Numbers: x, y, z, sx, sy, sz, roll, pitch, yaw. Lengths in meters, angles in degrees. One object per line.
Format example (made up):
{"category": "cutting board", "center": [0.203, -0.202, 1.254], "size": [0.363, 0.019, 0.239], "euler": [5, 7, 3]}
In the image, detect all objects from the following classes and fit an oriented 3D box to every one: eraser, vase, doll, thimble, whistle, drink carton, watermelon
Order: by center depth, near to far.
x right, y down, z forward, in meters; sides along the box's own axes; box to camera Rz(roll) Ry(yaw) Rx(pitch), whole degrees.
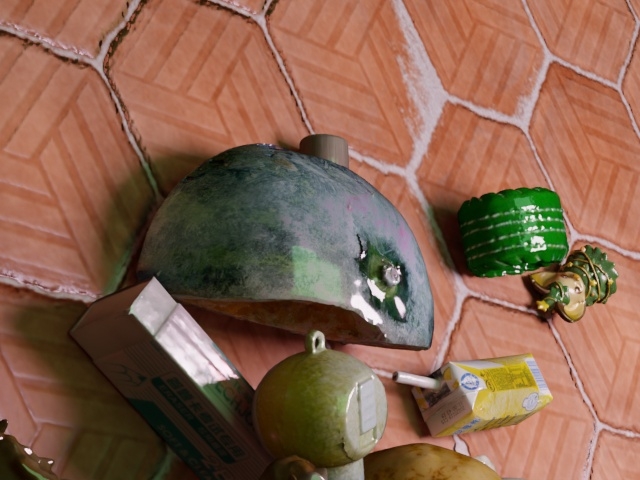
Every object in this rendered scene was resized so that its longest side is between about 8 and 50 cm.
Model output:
{"category": "whistle", "center": [-0.004, 0.187, 1.561], "size": [0.123, 0.123, 0.223], "euler": [-15, 105, -50]}
{"category": "eraser", "center": [-0.117, 0.138, 1.597], "size": [0.225, 0.095, 0.052], "euler": [50, 46, -17]}
{"category": "watermelon", "center": [0.005, 0.001, 1.704], "size": [0.322, 0.175, 0.188], "euler": [11, 84, -45]}
{"category": "vase", "center": [0.004, -0.056, 1.859], "size": [0.053, 0.053, 0.100], "euler": [18, 64, -41]}
{"category": "drink carton", "center": [0.156, 0.164, 1.891], "size": [0.200, 0.084, 0.074], "euler": [-3, 63, -47]}
{"category": "thimble", "center": [0.219, -0.009, 2.020], "size": [0.130, 0.118, 0.090], "euler": [-5, 79, -30]}
{"category": "doll", "center": [0.293, 0.063, 2.122], "size": [0.113, 0.076, 0.078], "euler": [-34, 71, -21]}

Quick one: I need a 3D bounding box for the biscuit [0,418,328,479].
{"category": "biscuit", "center": [-0.145, 0.289, 1.405], "size": [0.366, 0.115, 0.268], "euler": [11, 86, -23]}

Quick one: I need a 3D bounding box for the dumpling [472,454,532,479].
{"category": "dumpling", "center": [0.211, 0.310, 1.860], "size": [0.229, 0.124, 0.151], "euler": [54, 3, -1]}

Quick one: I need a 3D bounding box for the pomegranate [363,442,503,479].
{"category": "pomegranate", "center": [0.093, 0.296, 1.669], "size": [0.215, 0.215, 0.215], "euler": [23, 55, -39]}
